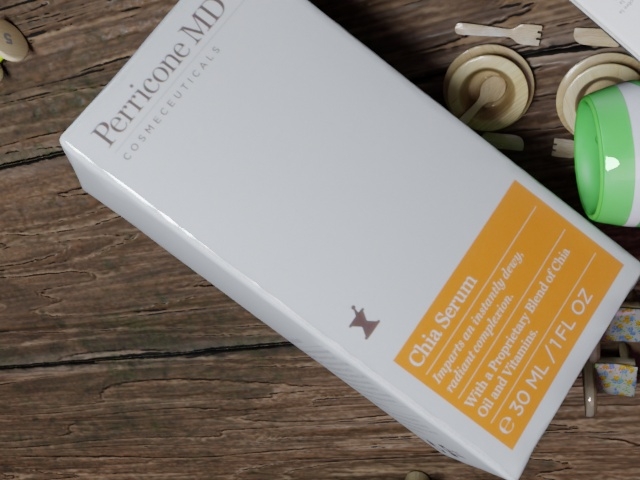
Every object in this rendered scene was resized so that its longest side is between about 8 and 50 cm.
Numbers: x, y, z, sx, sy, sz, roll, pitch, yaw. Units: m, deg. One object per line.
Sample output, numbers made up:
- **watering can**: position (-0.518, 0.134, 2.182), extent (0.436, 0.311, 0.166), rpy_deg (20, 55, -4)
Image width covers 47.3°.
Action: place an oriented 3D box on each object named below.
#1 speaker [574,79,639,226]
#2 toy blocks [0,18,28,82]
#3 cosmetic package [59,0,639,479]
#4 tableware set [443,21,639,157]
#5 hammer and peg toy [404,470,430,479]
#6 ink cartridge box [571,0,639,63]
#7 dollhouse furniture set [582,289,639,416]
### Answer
- **speaker**: position (0.371, -0.081, 0.596), extent (0.297, 0.131, 0.131), rpy_deg (-5, 119, 9)
- **toy blocks**: position (-0.414, -0.213, 0.814), extent (0.148, 0.054, 0.123), rpy_deg (-28, 108, 29)
- **cosmetic package**: position (0.028, -0.016, 0.664), extent (0.453, 0.230, 0.161), rpy_deg (36, 167, -4)
- **tableware set**: position (0.211, -0.132, 0.684), extent (0.194, 0.039, 0.128), rpy_deg (7, 122, 12)
- **hammer and peg toy**: position (0.119, 0.434, 1.001), extent (0.361, 0.127, 0.266), rpy_deg (-15, 113, 24)
- **ink cartridge box**: position (0.344, -0.211, 0.474), extent (0.296, 0.066, 0.261), rpy_deg (-48, 62, 24)
- **dollhouse furniture set**: position (0.370, 0.095, 0.700), extent (0.212, 0.161, 0.242), rpy_deg (0, 120, 16)
